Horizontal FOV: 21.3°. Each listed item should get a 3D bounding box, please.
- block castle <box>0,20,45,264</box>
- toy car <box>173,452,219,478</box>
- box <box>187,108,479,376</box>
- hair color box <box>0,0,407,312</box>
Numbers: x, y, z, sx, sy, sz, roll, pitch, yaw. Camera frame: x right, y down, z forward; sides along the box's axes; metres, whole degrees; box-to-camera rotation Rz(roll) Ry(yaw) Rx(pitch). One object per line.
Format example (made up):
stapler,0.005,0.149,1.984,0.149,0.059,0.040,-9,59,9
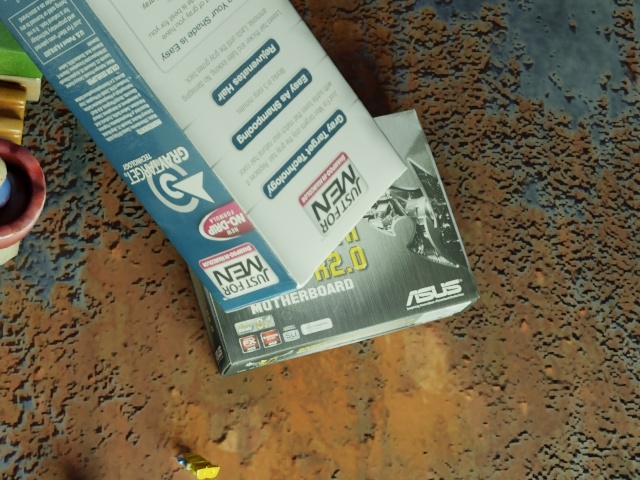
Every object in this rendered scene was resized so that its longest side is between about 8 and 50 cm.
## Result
block castle,-0.353,-0.217,1.377,0.303,0.213,0.453,8,72,-10
toy car,-0.144,0.216,1.395,0.122,0.060,0.040,-18,33,-34
box,0.000,0.000,1.472,0.231,0.056,0.183,-13,77,-16
hair color box,-0.101,-0.134,1.325,0.347,0.105,0.174,54,50,-14
